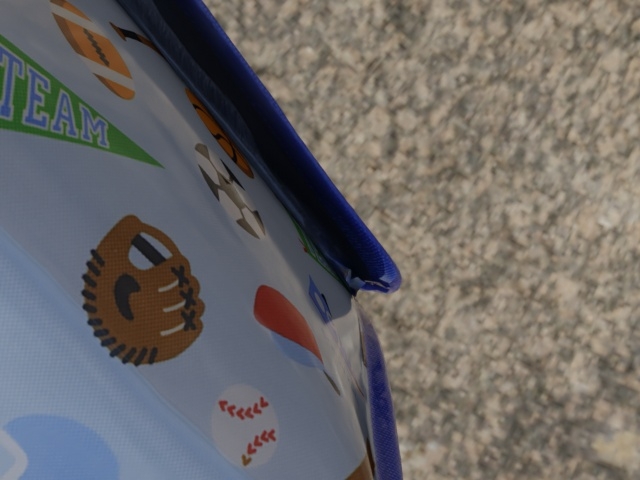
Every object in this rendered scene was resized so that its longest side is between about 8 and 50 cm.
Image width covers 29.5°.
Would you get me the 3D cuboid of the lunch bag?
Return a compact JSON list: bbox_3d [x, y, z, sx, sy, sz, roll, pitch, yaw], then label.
[{"bbox_3d":[-0.128,-0.007,0.571,0.239,0.385,0.328,-35,108,13],"label":"lunch bag"}]
